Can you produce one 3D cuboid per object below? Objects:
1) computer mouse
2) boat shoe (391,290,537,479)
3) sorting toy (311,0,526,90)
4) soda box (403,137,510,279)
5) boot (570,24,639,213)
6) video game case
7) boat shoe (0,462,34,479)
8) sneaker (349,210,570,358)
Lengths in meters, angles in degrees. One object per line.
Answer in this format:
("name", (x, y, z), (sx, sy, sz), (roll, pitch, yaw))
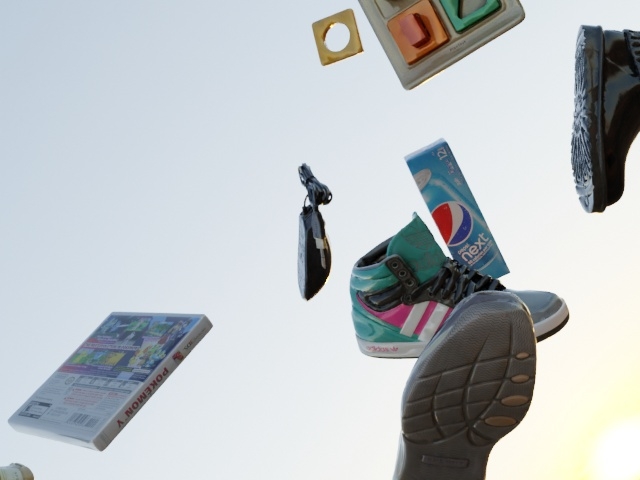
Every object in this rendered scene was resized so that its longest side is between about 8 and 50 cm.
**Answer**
("computer mouse", (0.000, 0.000, 1.935), (0.060, 0.184, 0.262), (-3, -73, -11))
("boat shoe", (0.144, 0.168, 1.172), (0.130, 0.132, 0.355), (-86, 7, -46))
("sorting toy", (0.136, -0.314, 1.346), (0.347, 0.196, 0.047), (-30, -14, 21))
("soda box", (0.193, -0.038, 1.521), (0.067, 0.210, 0.071), (-27, 8, 6))
("boot", (0.569, -0.213, 1.813), (0.131, 0.260, 0.348), (70, -157, -83))
("video game case", (-0.233, 0.148, 1.171), (0.201, 0.023, 0.183), (-4, 38, 50))
("boat shoe", (-0.324, 0.259, 1.120), (0.045, 0.050, 0.135), (-7, -8, -21))
("sneaker", (0.160, 0.049, 1.374), (0.124, 0.295, 0.178), (-50, -53, -55))
